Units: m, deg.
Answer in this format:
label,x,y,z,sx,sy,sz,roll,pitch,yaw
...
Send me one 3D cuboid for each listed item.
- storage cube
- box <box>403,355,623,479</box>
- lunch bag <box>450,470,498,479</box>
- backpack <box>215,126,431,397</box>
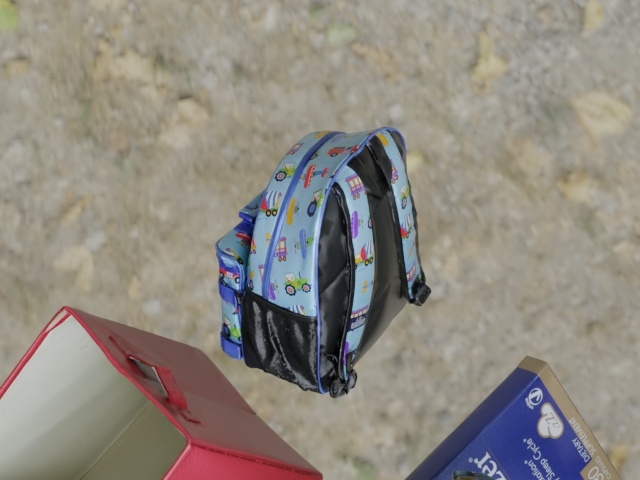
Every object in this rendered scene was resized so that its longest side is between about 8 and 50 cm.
label,x,y,z,sx,sy,sz,roll,pitch,yaw
storage cube,-0.154,0.195,1.456,0.215,0.184,0.193,-54,145,9
box,0.126,0.215,1.405,0.225,0.036,0.136,-42,116,-16
lunch bag,0.109,0.203,1.284,0.053,0.083,0.071,14,90,0
backpack,0.000,0.000,1.288,0.117,0.158,0.173,17,130,25
